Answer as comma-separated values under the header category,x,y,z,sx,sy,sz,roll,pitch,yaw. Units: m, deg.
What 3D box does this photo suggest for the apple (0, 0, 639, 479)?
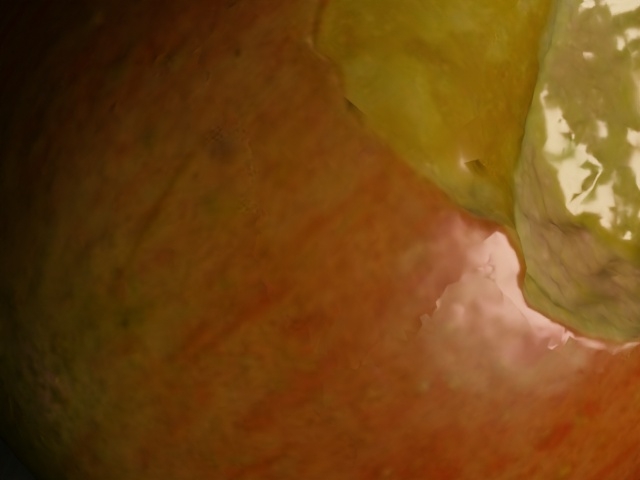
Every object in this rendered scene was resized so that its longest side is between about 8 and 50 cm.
category,x,y,z,sx,sy,sz,roll,pitch,yaw
apple,0.000,0.000,0.776,0.339,0.339,0.339,-26,129,-36
